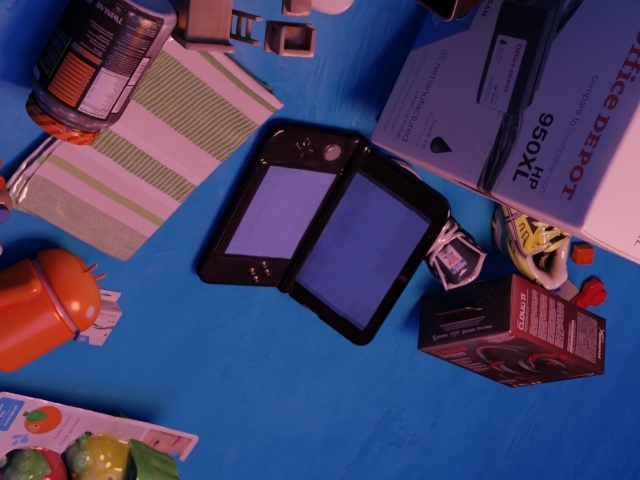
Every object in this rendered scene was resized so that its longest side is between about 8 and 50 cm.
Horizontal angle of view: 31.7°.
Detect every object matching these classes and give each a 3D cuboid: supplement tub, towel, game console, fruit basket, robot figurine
[{"bbox_3d":[-0.258,-0.211,1.304,0.117,0.117,0.190,14,121,-43],"label":"supplement tub"},{"bbox_3d":[-0.227,-0.123,1.478,0.325,0.038,0.248,-44,141,10],"label":"towel"},{"bbox_3d":[0.000,0.000,1.658,0.250,0.173,0.293,5,126,-39],"label":"game console"},{"bbox_3d":[-0.411,0.393,1.768,0.353,0.165,0.327,18,118,-41],"label":"fruit basket"},{"bbox_3d":[-0.389,0.092,1.505,0.219,0.128,0.158,-29,128,-8],"label":"robot figurine"}]

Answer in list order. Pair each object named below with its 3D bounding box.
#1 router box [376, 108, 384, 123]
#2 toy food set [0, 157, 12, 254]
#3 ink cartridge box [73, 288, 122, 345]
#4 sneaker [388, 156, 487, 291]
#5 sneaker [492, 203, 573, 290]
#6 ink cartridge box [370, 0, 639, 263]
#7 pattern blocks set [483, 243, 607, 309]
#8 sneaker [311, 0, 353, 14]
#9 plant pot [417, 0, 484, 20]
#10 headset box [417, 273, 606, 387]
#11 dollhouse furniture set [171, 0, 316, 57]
[{"bbox_3d":[0.188,-0.204,1.688,0.179,0.046,0.133,9,123,-41],"label":"router box"},{"bbox_3d":[-0.450,-0.020,1.366,0.232,0.104,0.111,-43,140,9],"label":"toy food set"},{"bbox_3d":[-0.325,0.113,1.650,0.048,0.028,0.083,13,121,-43],"label":"ink cartridge box"},{"bbox_3d":[0.162,-0.020,1.768,0.099,0.153,0.282,-43,140,9],"label":"sneaker"},{"bbox_3d":[0.365,-0.072,1.869,0.145,0.147,0.385,-28,139,-6],"label":"sneaker"},{"bbox_3d":[0.293,-0.178,1.458,0.166,0.395,0.285,20,96,-43],"label":"ink cartridge box"},{"bbox_3d":[0.415,0.110,2.181,0.285,0.026,0.325,-38,141,3],"label":"pattern blocks set"},{"bbox_3d":[-0.014,-0.338,1.351,0.090,0.115,0.232,-39,141,4],"label":"sneaker"},{"bbox_3d":[0.174,-0.407,1.381,0.167,0.187,0.188,-22,141,-36],"label":"plant pot"},{"bbox_3d":[0.329,0.162,1.995,0.293,0.110,0.218,25,152,-36],"label":"headset box"},{"bbox_3d":[-0.082,-0.315,1.316,0.160,0.101,0.182,1,108,-19],"label":"dollhouse furniture set"}]
